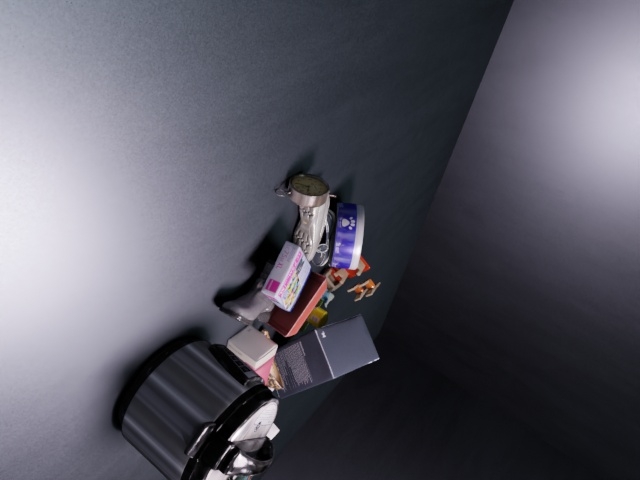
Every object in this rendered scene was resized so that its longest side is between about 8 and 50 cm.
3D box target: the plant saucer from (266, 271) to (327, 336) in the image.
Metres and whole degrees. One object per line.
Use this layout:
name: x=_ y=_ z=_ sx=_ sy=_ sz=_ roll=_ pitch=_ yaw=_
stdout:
plant saucer: x=-0.094 y=0.232 z=1.742 sx=0.047 sy=0.258 sz=0.259 roll=40 pitch=78 yaw=-26

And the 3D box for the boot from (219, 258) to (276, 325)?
boot: x=-0.213 y=0.162 z=1.562 sx=0.223 sy=0.118 sz=0.338 roll=-63 pitch=169 yaw=0

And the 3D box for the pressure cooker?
pressure cooker: x=-0.324 y=0.541 z=1.357 sx=0.370 sy=0.420 sz=0.376 roll=-27 pitch=142 yaw=-53

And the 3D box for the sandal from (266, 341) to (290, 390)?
sandal: x=-0.249 y=0.640 z=2.137 sx=0.416 sy=0.102 sz=0.169 roll=-57 pitch=178 yaw=-45

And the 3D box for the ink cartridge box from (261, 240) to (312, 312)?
ink cartridge box: x=-0.105 y=0.141 z=1.596 sx=0.311 sy=0.065 sz=0.186 roll=72 pitch=42 yaw=-70

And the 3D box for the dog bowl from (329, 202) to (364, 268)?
dog bowl: x=0.104 y=-0.018 z=1.843 sx=0.265 sy=0.104 sz=0.265 roll=-174 pitch=-90 yaw=-87

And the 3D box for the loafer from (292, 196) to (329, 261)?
loafer: x=-0.025 y=-0.056 z=1.660 sx=0.111 sy=0.112 sz=0.320 roll=-27 pitch=143 yaw=-41

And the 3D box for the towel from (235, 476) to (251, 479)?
towel: x=-0.325 y=0.911 z=2.076 sx=0.271 sy=0.040 sz=0.370 roll=-61 pitch=-159 yaw=8

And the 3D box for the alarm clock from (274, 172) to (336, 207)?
alarm clock: x=-0.057 y=-0.155 z=1.452 sx=0.192 sy=0.129 sz=0.064 roll=-6 pitch=133 yaw=-30

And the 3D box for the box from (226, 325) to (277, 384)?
box: x=-0.277 y=0.468 z=1.748 sx=0.127 sy=0.148 sz=0.232 roll=-31 pitch=145 yaw=-50

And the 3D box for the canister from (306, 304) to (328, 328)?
canister: x=-0.053 y=0.309 z=2.010 sx=0.073 sy=0.170 sz=0.126 roll=-50 pitch=158 yaw=-23

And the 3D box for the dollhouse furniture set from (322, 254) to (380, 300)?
dollhouse furniture set: x=0.120 y=0.137 z=2.103 sx=0.259 sy=0.262 sz=0.135 roll=-31 pitch=-173 yaw=46

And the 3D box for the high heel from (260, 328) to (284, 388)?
high heel: x=-0.201 y=0.495 z=1.903 sx=0.093 sy=0.186 sz=0.261 roll=-33 pitch=147 yaw=-50

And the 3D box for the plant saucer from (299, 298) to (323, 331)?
plant saucer: x=-0.072 y=0.336 z=2.181 sx=0.188 sy=0.045 sz=0.188 roll=-56 pitch=159 yaw=-8

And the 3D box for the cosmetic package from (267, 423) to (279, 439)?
cosmetic package: x=-0.354 y=0.820 z=1.859 sx=0.365 sy=0.197 sz=0.155 roll=-49 pitch=167 yaw=32

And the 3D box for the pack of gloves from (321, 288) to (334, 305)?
pack of gloves: x=0.009 y=0.354 z=2.395 sx=0.195 sy=0.046 sz=0.232 roll=-57 pitch=159 yaw=-8

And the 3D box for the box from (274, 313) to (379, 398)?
box: x=0.001 y=0.511 z=2.014 sx=0.293 sy=0.212 sz=0.395 roll=-7 pitch=158 yaw=-44

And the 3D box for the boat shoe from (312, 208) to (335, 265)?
boat shoe: x=0.000 y=0.000 z=1.817 sx=0.079 sy=0.095 sz=0.255 roll=-34 pitch=147 yaw=-51
